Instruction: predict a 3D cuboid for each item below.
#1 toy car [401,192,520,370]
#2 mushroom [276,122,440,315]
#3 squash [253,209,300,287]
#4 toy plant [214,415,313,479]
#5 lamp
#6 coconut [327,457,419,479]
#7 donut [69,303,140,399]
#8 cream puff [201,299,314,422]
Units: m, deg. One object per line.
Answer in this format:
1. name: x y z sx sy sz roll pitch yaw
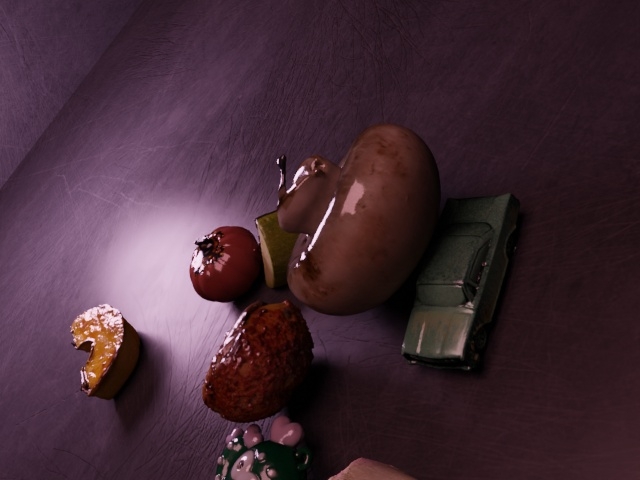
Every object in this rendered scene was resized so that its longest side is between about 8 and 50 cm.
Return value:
1. toy car: 0.228 0.059 1.213 0.141 0.097 0.320 -2 57 42
2. mushroom: 0.044 -0.051 1.279 0.362 0.295 0.362 -63 6 12
3. squash: 0.000 0.000 1.534 0.252 0.169 0.093 -19 39 -17
4. toy plant: -0.101 0.414 1.211 0.243 0.112 0.232 -22 50 36
5. lamp: -0.216 0.048 1.597 0.182 0.140 0.182 -25 47 31
6. coconut: 0.066 0.414 0.971 0.245 0.233 0.233 -44 39 16
7. donut: -0.500 0.248 1.721 0.152 0.101 0.259 -42 39 7
8. cream puff: -0.103 0.220 1.302 0.164 0.240 0.240 20 69 13
